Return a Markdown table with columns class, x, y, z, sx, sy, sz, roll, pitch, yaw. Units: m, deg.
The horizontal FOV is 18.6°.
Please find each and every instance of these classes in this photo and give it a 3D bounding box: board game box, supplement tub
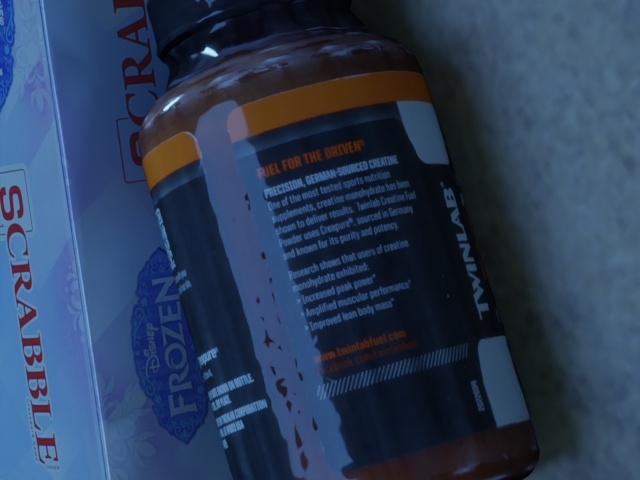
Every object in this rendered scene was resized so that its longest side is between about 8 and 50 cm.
| class | x | y | z | sx | sy | sz | roll | pitch | yaw |
| --- | --- | --- | --- | --- | --- | --- | --- | --- | --- |
| board game box | -0.157 | 0.013 | 0.827 | 0.318 | 0.066 | 0.319 | -4 | 94 | 52 |
| supplement tub | 0.000 | 0.000 | 0.673 | 0.106 | 0.106 | 0.198 | -23 | 81 | 43 |
